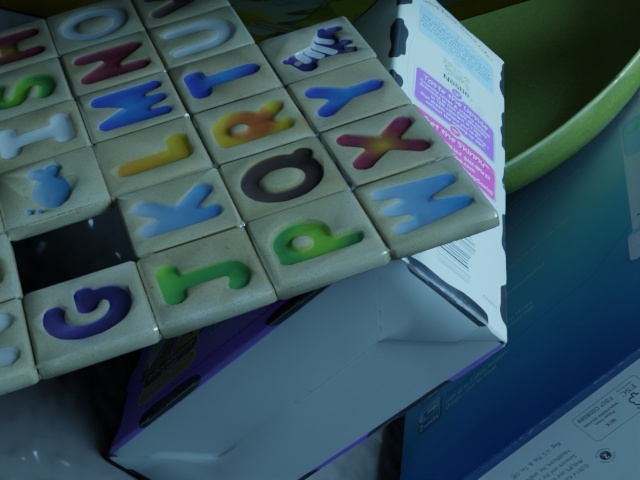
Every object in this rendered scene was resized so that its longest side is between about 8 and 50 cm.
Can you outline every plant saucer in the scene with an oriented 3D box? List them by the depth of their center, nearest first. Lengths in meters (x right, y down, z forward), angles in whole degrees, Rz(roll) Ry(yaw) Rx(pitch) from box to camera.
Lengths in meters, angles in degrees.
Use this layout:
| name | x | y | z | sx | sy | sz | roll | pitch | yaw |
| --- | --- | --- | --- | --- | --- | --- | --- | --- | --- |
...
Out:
| name | x | y | z | sx | sy | sz | roll | pitch | yaw |
| --- | --- | --- | --- | --- | --- | --- | --- | --- | --- |
| plant saucer | 0.092 | -0.092 | 0.726 | 0.037 | 0.241 | 0.241 | 50 | 29 | -29 |

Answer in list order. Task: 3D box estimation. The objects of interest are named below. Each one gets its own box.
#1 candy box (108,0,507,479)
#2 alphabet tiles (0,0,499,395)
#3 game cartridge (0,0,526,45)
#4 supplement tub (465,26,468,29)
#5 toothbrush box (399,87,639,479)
| name | x | y | z | sx | sy | sz | roll | pitch | yaw |
| --- | --- | --- | --- | --- | --- | --- | --- | --- | --- |
| candy box | 0.000 | 0.000 | 0.578 | 0.070 | 0.165 | 0.196 | 37 | 35 | -21 |
| alphabet tiles | -0.069 | -0.041 | 0.514 | 0.237 | 0.198 | 0.009 | -120 | -166 | -51 |
| game cartridge | 0.012 | -0.151 | 0.616 | 0.285 | 0.324 | 0.052 | 4 | 82 | -47 |
| supplement tub | 0.124 | -0.130 | 0.915 | 0.106 | 0.106 | 0.198 | 43 | 32 | -10 |
| toothbrush box | 0.160 | 0.024 | 0.678 | 0.126 | 0.216 | 0.295 | 37 | 29 | -17 |
